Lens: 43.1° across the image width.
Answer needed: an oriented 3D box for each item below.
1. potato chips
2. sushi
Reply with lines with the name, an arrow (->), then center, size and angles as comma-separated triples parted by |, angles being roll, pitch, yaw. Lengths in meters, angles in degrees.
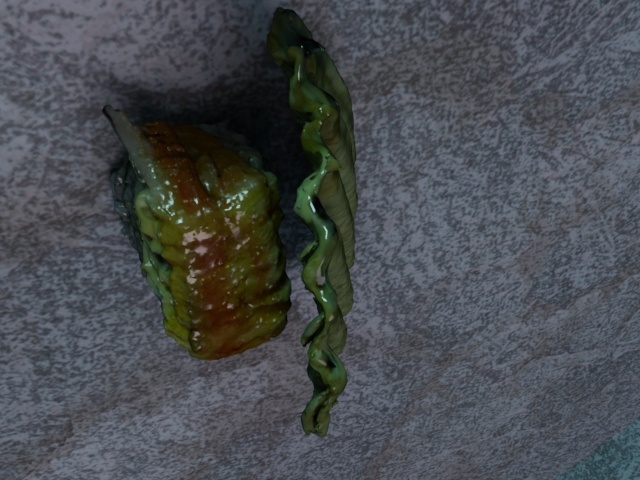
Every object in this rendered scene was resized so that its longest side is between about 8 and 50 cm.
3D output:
potato chips -> 0.000, 0.000, 0.759 | 0.070, 0.358, 0.429 | -1, 167, 3
sushi -> -0.113, -0.012, 0.781 | 0.139, 0.184, 0.274 | -18, 135, -21
